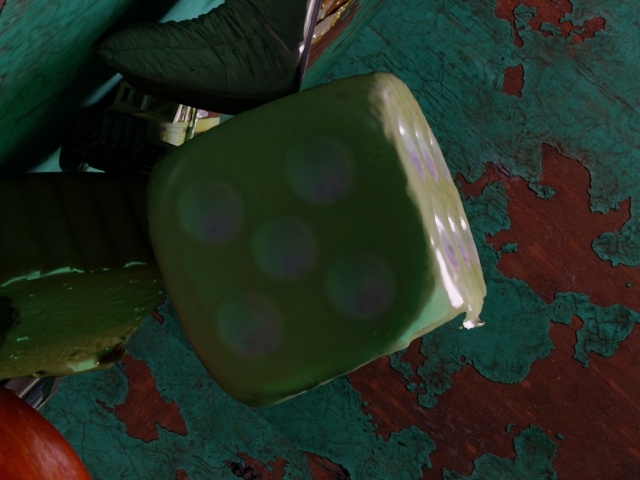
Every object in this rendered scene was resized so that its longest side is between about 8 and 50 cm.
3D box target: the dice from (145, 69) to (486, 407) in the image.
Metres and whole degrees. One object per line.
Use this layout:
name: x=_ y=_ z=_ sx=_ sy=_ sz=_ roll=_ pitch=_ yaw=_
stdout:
dice: x=0.000 y=0.000 z=1.374 sx=0.250 sy=0.254 sz=0.252 roll=-21 pitch=178 yaw=14

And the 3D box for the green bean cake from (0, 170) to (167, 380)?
green bean cake: x=-0.275 y=0.037 z=1.422 sx=0.233 sy=0.124 sz=0.236 roll=-5 pitch=150 yaw=-39

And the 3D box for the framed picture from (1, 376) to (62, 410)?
framed picture: x=-0.443 y=0.287 z=1.617 sx=0.446 sy=0.028 sz=0.326 roll=-46 pitch=180 yaw=-20

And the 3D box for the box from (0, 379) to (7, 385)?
box: x=-0.393 y=0.127 z=1.660 sx=0.415 sy=0.116 sz=0.264 roll=-47 pitch=179 yaw=-17

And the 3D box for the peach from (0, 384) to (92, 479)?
peach: x=-0.361 y=0.271 z=1.242 sx=0.370 sy=0.370 sz=0.370 roll=-48 pitch=180 yaw=0

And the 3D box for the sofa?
sofa: x=-0.088 y=-0.236 z=1.372 sx=0.210 sy=0.176 sz=0.225 roll=-58 pitch=162 yaw=-89

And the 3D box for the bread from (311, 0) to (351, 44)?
bread: x=-0.026 y=-0.291 z=1.754 sx=0.222 sy=0.096 sz=0.181 roll=-45 pitch=178 yaw=-46

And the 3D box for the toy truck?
toy truck: x=-0.179 y=-0.125 z=1.562 sx=0.259 sy=0.128 sz=0.135 roll=-43 pitch=150 yaw=-74
